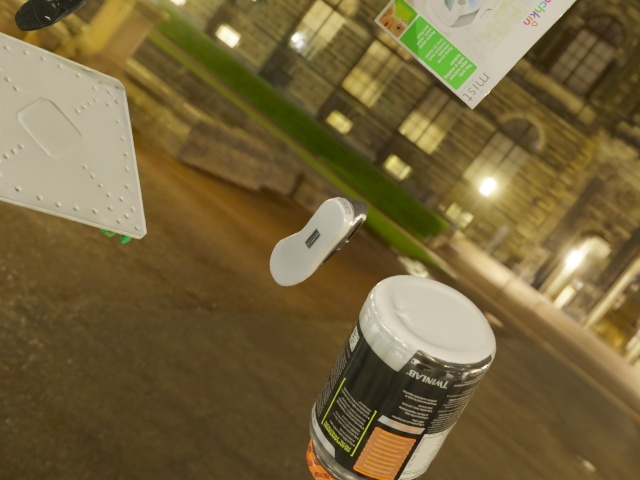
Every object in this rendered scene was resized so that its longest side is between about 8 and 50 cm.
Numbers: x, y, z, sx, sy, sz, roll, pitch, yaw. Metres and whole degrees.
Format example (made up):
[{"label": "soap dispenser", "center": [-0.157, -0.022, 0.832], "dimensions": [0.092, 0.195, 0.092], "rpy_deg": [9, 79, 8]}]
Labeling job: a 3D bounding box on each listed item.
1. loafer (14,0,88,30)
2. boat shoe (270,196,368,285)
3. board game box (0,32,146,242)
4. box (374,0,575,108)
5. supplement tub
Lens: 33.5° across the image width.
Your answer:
[{"label": "loafer", "center": [-0.494, -0.438, 1.998], "dimensions": [0.062, 0.170, 0.061], "rpy_deg": [70, 19, -5]}, {"label": "boat shoe", "center": [0.000, 0.000, 1.753], "dimensions": [0.076, 0.228, 0.080], "rpy_deg": [-10, 61, -42]}, {"label": "board game box", "center": [-0.521, -0.201, 2.007], "dimensions": [0.390, 0.050, 0.389], "rpy_deg": [18, 48, -43]}, {"label": "box", "center": [0.267, -0.398, 1.788], "dimensions": [0.231, 0.262, 0.127], "rpy_deg": [43, 26, -2]}, {"label": "supplement tub", "center": [0.111, 0.238, 1.633], "dimensions": [0.207, 0.338, 0.207], "rpy_deg": [18, 33, -12]}]
